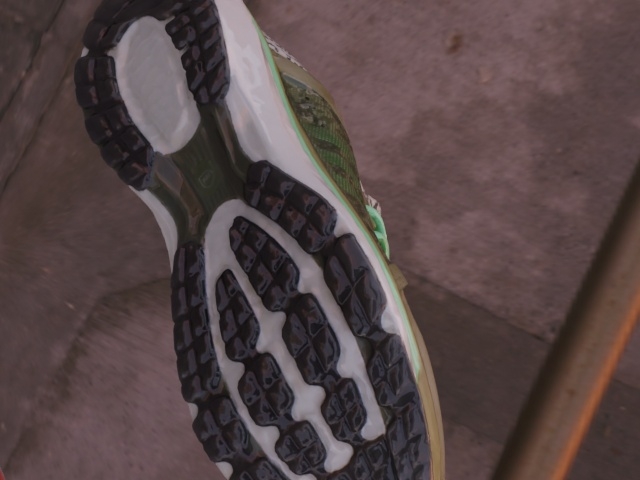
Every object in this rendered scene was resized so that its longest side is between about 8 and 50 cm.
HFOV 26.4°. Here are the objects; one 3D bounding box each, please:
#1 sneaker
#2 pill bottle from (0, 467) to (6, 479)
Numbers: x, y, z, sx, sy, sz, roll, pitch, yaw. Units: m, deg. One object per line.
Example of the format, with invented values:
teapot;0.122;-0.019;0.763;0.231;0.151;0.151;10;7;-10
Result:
sneaker;0.000;0.000;0.846;0.182;0.158;0.410;10;50;-49
pill bottle;-0.160;0.211;0.441;0.210;0.210;0.363;-23;119;-13
